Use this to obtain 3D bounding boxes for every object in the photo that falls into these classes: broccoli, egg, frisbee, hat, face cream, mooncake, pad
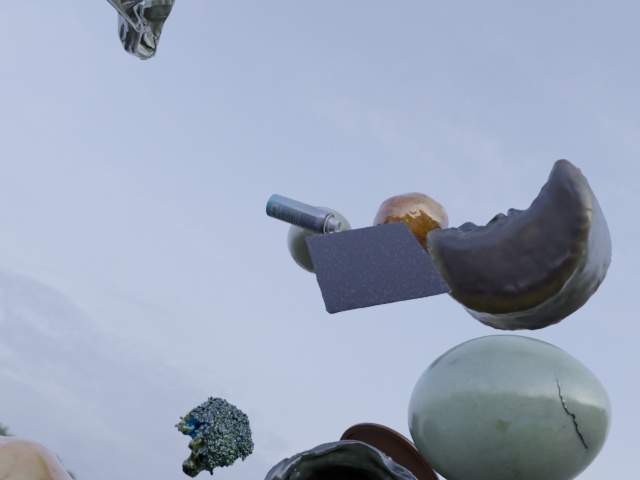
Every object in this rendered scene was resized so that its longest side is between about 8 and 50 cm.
[{"bbox_3d":[-0.202,0.371,1.200,0.167,0.160,0.154,41,1,42],"label":"broccoli"},{"bbox_3d":[0.000,0.000,2.100,0.219,0.219,0.269,31,3,-21],"label":"egg"},{"bbox_3d":[0.134,0.462,1.257,0.251,0.021,0.251,20,-59,36],"label":"frisbee"},{"bbox_3d":[0.216,0.205,0.770,0.253,0.186,0.186,-21,-49,41],"label":"egg"},{"bbox_3d":[-0.478,-0.568,1.578,0.245,0.214,0.149,37,-50,-13],"label":"hat"},{"bbox_3d":[-0.048,-0.072,1.919,0.229,0.075,0.075,20,-29,23],"label":"face cream"},{"bbox_3d":[0.459,0.011,1.526,0.394,0.393,0.246,19,-11,46],"label":"mooncake"},{"bbox_3d":[0.095,0.041,1.242,0.220,0.330,0.004,-9,-66,-4],"label":"pad"}]

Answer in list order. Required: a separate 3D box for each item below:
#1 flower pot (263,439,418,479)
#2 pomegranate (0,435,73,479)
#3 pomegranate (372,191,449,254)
[{"bbox_3d":[0.027,0.496,1.050,0.302,0.302,0.213,10,-52,11],"label":"flower pot"},{"bbox_3d":[-0.580,0.536,1.069,0.411,0.411,0.411,12,-32,8],"label":"pomegranate"},{"bbox_3d":[0.281,-0.041,2.050,0.248,0.248,0.248,12,-32,8],"label":"pomegranate"}]
